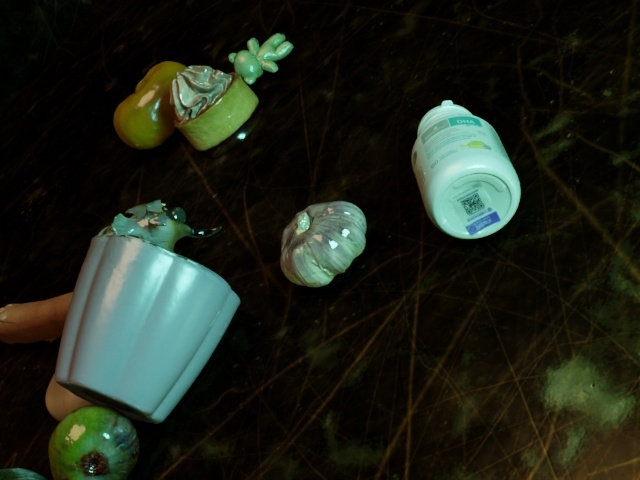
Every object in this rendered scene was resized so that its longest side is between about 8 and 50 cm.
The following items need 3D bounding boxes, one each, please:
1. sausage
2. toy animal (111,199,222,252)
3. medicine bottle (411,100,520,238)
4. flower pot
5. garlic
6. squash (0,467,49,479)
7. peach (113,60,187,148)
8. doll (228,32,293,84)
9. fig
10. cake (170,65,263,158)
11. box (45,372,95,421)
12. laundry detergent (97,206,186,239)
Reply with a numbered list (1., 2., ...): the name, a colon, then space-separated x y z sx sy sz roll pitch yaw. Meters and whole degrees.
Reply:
1. sausage: -0.541 0.153 1.937 0.419 0.094 0.094 -13 63 37
2. toy animal: -0.292 -0.009 1.809 0.197 0.160 0.272 -15 61 4
3. medicine bottle: 0.203 -0.111 1.382 0.135 0.135 0.215 -32 32 16
4. flower pot: -0.296 0.149 1.524 0.265 0.265 0.243 -3 56 47
5. garlic: 0.000 0.000 1.507 0.159 0.102 0.147 -44 32 -2
6. squash: -0.471 0.441 1.413 0.218 0.172 0.218 -11 23 5
7. peach: -0.406 -0.333 2.358 0.251 0.153 0.251 -40 14 12
8. doll: -0.135 -0.431 2.255 0.150 0.077 0.115 -33 68 -5
9. fig: -0.365 0.328 1.525 0.149 0.149 0.245 -48 12 -10
10. cake: -0.250 -0.310 2.115 0.185 0.178 0.208 -43 33 -3
11. box: -0.405 0.233 1.684 0.146 0.088 0.200 -16 40 39
12. laundry detergent: -0.371 -0.019 1.987 0.226 0.070 0.099 -19 29 32
